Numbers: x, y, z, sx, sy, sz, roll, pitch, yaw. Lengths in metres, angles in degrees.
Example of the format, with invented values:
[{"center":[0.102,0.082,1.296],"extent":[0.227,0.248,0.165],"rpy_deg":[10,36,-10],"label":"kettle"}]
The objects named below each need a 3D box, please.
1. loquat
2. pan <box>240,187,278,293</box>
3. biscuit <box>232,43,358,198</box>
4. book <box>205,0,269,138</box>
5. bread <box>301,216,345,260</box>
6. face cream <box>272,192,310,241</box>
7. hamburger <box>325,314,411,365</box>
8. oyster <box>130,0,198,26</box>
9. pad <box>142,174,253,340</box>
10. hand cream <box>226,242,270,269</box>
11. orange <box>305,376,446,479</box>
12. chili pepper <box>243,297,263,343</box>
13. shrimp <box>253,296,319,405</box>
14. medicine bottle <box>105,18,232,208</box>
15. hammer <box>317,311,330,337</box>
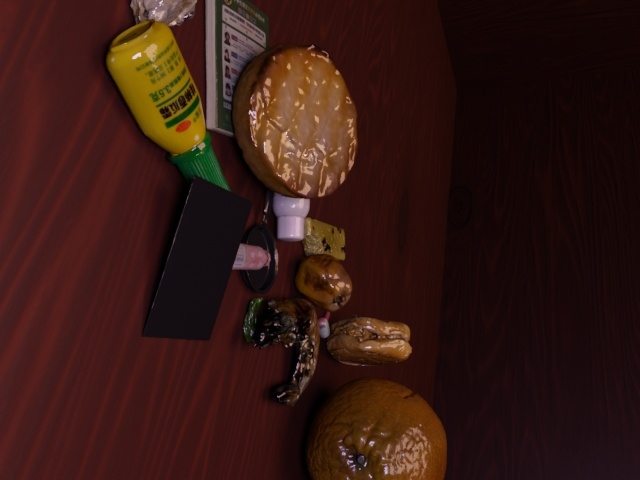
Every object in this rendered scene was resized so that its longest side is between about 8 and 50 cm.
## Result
[{"center":[0.009,0.096,1.316],"extent":[0.113,0.137,0.137],"rpy_deg":[-34,124,-31],"label":"loquat"},{"center":[-0.114,-0.013,1.158],"extent":[0.136,0.028,0.235],"rpy_deg":[29,65,-65],"label":"pan"},{"center":[-0.046,-0.222,1.125],"extent":[0.296,0.102,0.296],"rpy_deg":[4,85,-47],"label":"biscuit"},{"center":[-0.149,-0.320,1.098],"extent":[0.202,0.027,0.264],"rpy_deg":[1,88,-67],"label":"book"},{"center":[0.000,0.000,1.409],"extent":[0.226,0.049,0.088],"rpy_deg":[13,77,-66],"label":"bread"},{"center":[-0.060,-0.131,1.231],"extent":[0.082,0.082,0.269],"rpy_deg":[13,76,-67],"label":"face cream"},{"center":[0.119,0.251,1.483],"extent":[0.214,0.213,0.108],"rpy_deg":[44,45,-60],"label":"hamburger"},{"center":[-0.216,-0.362,0.868],"extent":[0.163,0.081,0.191],"rpy_deg":[3,106,-73],"label":"oyster"},{"center":[-0.184,0.036,0.925],"extent":[0.170,0.006,0.245],"rpy_deg":[23,83,-63],"label":"pad"},{"center":[-0.163,0.023,1.006],"extent":[0.209,0.043,0.067],"rpy_deg":[8,82,-54],"label":"hand cream"},{"center":[0.126,0.470,1.326],"extent":[0.357,0.322,0.322],"rpy_deg":[45,47,-72],"label":"orange"},{"center":[-0.129,0.151,1.121],"extent":[0.030,0.034,0.091],"rpy_deg":[123,-26,-69],"label":"chili pepper"},{"center":[-0.062,0.232,1.208],"extent":[0.365,0.071,0.233],"rpy_deg":[21,71,-75],"label":"shrimp"},{"center":[-0.209,-0.166,0.880],"extent":[0.111,0.076,0.309],"rpy_deg":[-49,139,-29],"label":"medicine bottle"},{"center":[0.012,0.199,1.454],"extent":[0.083,0.031,0.052],"rpy_deg":[-64,149,-59],"label":"hammer"}]
